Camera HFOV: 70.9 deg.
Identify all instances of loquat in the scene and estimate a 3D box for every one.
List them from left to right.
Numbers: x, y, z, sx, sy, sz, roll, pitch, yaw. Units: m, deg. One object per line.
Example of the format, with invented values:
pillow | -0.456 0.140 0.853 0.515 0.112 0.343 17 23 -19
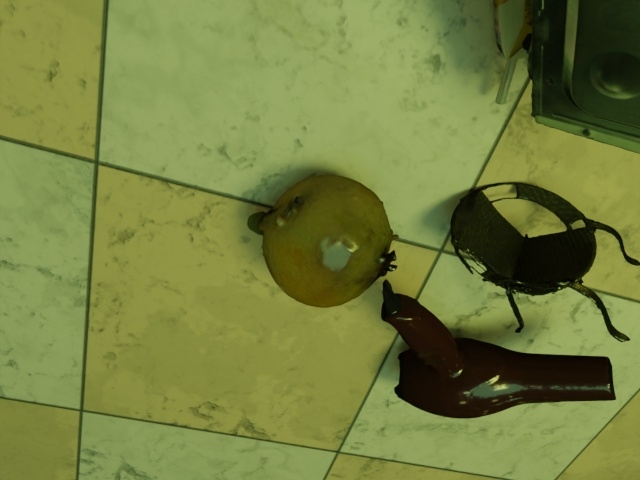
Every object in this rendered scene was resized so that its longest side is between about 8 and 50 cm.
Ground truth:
loquat | 0.000 0.000 0.579 0.204 0.149 0.172 17 120 7

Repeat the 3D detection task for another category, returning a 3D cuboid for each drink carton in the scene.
drink carton | 0.224 -0.249 0.479 0.074 0.084 0.200 -7 122 14

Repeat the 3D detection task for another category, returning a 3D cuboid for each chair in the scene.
chair | 0.283 0.019 0.590 0.213 0.174 0.149 42 150 -18

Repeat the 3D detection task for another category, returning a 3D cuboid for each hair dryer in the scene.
hair dryer | 0.203 0.144 0.619 0.312 0.123 0.340 -13 136 33

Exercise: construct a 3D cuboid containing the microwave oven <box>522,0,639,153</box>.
microwave oven | 0.293 -0.286 0.264 0.333 0.247 0.394 -46 141 -10
